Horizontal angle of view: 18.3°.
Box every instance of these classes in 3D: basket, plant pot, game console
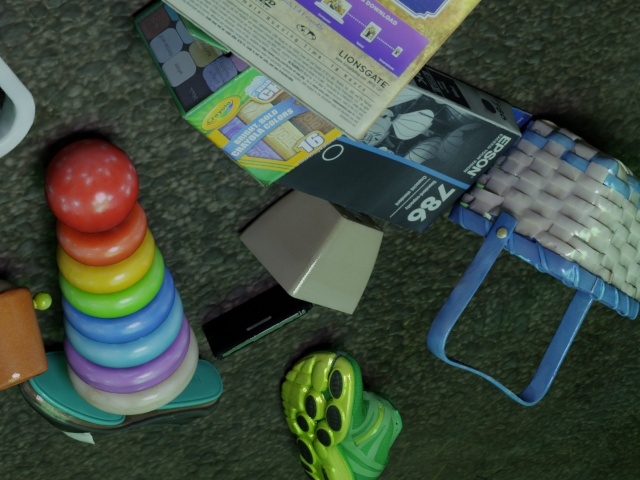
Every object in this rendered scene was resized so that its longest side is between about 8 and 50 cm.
[{"bbox_3d":[0.249,0.033,2.209,0.255,0.201,0.289,33,83,-55],"label":"basket"},{"bbox_3d":[0.000,0.000,2.103,0.109,0.109,0.096,18,113,-49],"label":"plant pot"},{"bbox_3d":[-0.062,0.101,2.221,0.122,0.107,0.071,-29,119,-1],"label":"game console"}]

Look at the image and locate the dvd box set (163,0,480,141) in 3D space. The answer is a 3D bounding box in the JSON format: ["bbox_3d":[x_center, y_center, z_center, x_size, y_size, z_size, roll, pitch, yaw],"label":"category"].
[{"bbox_3d":[0.037,-0.318,1.563,0.308,0.062,0.420,35,118,-12],"label":"dvd box set"}]

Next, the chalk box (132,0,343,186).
[{"bbox_3d":[-0.069,-0.168,1.784,0.132,0.132,0.213,-34,148,9],"label":"chalk box"}]

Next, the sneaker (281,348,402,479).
[{"bbox_3d":[0.030,0.212,2.434,0.123,0.109,0.295,-42,151,-23],"label":"sneaker"}]

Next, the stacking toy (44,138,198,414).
[{"bbox_3d":[-0.205,0.029,1.963,0.141,0.141,0.330,-21,143,-12],"label":"stacking toy"}]

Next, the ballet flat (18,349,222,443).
[{"bbox_3d":[-0.232,0.179,2.183,0.280,0.095,0.096,7,145,-43],"label":"ballet flat"}]

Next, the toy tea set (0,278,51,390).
[{"bbox_3d":[-0.408,0.116,1.900,0.200,0.124,0.336,-23,177,27],"label":"toy tea set"}]

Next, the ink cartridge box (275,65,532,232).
[{"bbox_3d":[0.089,-0.100,2.064,0.165,0.065,0.333,-45,145,23],"label":"ink cartridge box"}]

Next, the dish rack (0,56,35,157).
[{"bbox_3d":[-0.418,-0.094,1.562,0.333,0.072,0.285,-32,146,2],"label":"dish rack"}]
